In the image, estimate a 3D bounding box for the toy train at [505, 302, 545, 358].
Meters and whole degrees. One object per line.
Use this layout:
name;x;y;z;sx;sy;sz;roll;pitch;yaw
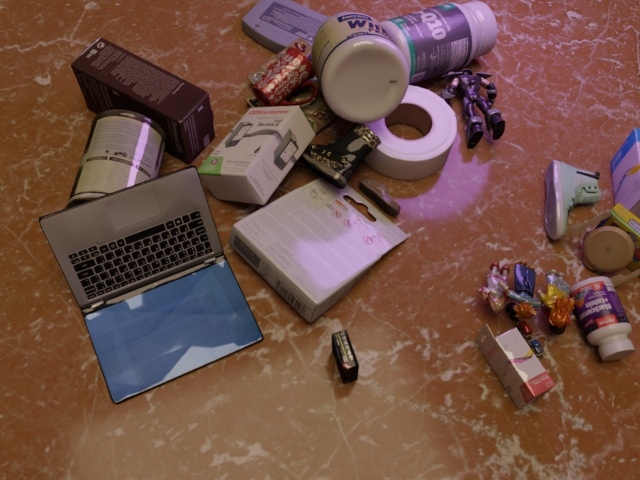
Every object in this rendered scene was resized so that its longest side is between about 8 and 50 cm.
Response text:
toy train;0.517;0.224;1.608;0.027;0.036;0.158;-20;64;-14

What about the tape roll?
tape roll;0.250;-0.318;1.864;0.286;0.100;0.286;2;60;-3

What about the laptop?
laptop;-0.392;0.095;1.515;0.382;0.407;0.236;-22;30;-16

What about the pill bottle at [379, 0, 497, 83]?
pill bottle;0.351;-0.614;1.974;0.361;0.204;0.204;-23;64;-21

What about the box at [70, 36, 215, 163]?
box;-0.495;-0.394;1.807;0.382;0.191;0.143;27;62;13

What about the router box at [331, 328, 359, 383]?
router box;0.057;0.274;1.499;0.038;0.122;0.092;-15;62;-7

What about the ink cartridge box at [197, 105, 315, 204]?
ink cartridge box;-0.172;-0.237;1.734;0.198;0.114;0.272;8;54;40

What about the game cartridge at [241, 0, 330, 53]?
game cartridge;-0.097;-0.688;2.079;0.294;0.060;0.196;28;59;12

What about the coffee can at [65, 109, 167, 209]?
coffee can;-0.527;-0.172;1.669;0.202;0.201;0.275;5;60;-1

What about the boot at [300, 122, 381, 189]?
boot;0.041;-0.262;1.779;0.178;0.085;0.236;-47;52;-3

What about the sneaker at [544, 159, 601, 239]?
sneaker;0.711;-0.107;1.778;0.151;0.094;0.255;13;61;1

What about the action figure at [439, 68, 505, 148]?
action figure;0.463;-0.422;1.945;0.186;0.099;0.284;-9;57;-1

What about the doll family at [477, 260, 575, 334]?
doll family;0.530;0.136;1.579;0.263;0.118;0.163;19;50;-4

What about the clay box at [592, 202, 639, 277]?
clay box;0.840;0.017;1.696;0.053;0.127;0.222;-36;68;-22

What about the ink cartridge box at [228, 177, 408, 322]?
ink cartridge box;0.000;0.000;1.696;0.308;0.091;0.385;42;49;19

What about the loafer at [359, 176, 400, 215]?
loafer;0.172;-0.129;1.775;0.050;0.056;0.148;-41;70;-16

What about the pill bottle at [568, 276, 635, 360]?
pill bottle;0.706;0.197;1.595;0.108;0.108;0.193;-8;61;-8

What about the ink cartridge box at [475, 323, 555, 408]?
ink cartridge box;0.458;0.288;1.522;0.067;0.115;0.198;-23;65;-15

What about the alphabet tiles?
alphabet tiles;-0.047;-0.471;1.949;0.342;0.011;0.285;-41;76;-16

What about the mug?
mug;-0.101;-0.463;1.878;0.150;0.113;0.169;40;76;21

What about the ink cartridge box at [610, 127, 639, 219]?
ink cartridge box;0.935;-0.163;1.781;0.171;0.168;0.232;8;60;2

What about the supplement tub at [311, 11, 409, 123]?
supplement tub;0.099;-0.492;1.774;0.236;0.235;0.324;-5;35;-7

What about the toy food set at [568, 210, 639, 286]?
toy food set;0.759;0.024;1.693;0.132;0.038;0.192;-30;84;27
